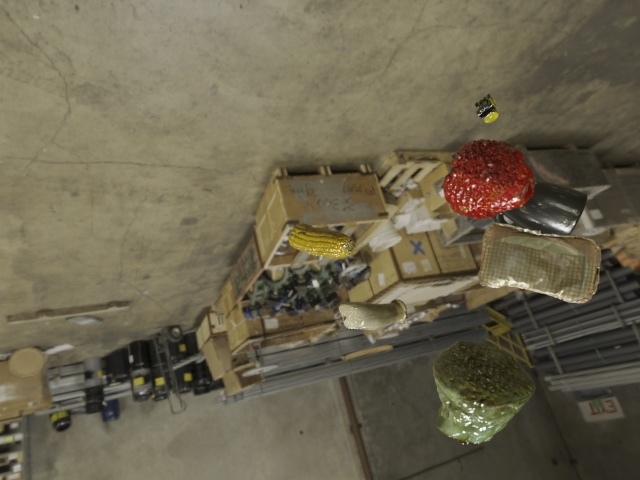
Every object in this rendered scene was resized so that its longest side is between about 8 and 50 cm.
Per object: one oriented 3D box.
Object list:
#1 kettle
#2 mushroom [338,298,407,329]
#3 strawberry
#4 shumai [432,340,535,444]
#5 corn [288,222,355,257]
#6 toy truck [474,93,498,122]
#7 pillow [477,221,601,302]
[{"bbox_3d":[0.807,-0.109,1.717,0.207,0.290,0.268,-53,159,-42],"label":"kettle"},{"bbox_3d":[0.185,0.257,1.537,0.247,0.096,0.108,0,-168,-25],"label":"mushroom"},{"bbox_3d":[0.520,-0.195,1.399,0.261,0.261,0.257,-18,173,4],"label":"strawberry"},{"bbox_3d":[0.585,0.600,1.705,0.397,0.324,0.323,-8,118,-34],"label":"shumai"},{"bbox_3d":[-0.003,0.004,1.503,0.102,0.102,0.313,-2,-171,-34],"label":"corn"},{"bbox_3d":[0.485,-0.384,1.302,0.054,0.083,0.049,39,129,-23],"label":"toy truck"},{"bbox_3d":[0.419,0.041,0.864,0.211,0.135,0.034,9,165,18],"label":"pillow"}]
